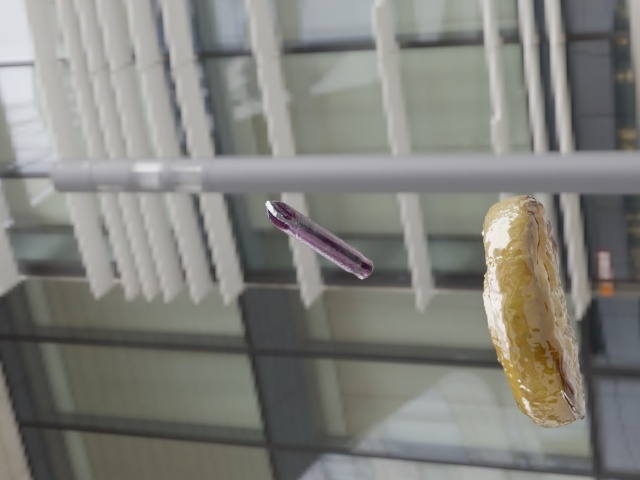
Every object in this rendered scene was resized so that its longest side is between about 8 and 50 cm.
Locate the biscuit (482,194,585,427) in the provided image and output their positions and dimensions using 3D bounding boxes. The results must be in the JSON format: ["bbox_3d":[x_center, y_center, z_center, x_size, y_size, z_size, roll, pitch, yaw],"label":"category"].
[{"bbox_3d":[0.262,0.090,1.736,0.296,0.102,0.296,-13,-90,-77],"label":"biscuit"}]

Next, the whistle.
[{"bbox_3d":[0.000,0.000,1.744,0.176,0.033,0.033,33,-122,-34],"label":"whistle"}]
